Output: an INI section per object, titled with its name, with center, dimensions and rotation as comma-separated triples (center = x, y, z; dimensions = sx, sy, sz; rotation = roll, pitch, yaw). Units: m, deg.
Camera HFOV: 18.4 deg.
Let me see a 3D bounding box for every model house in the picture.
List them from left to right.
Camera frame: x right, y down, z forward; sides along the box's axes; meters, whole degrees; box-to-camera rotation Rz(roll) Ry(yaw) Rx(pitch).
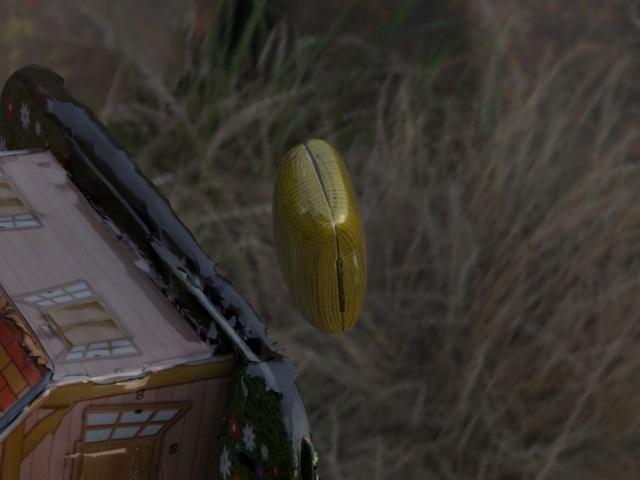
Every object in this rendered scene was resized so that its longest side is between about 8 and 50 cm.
[model house]
center = -0.137, 0.078, 0.788
dimensions = 0.154, 0.207, 0.294
rotation = -7, 33, -28

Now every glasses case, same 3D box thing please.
[glasses case]
center = 0.000, 0.000, 1.406
dimensions = 0.064, 0.234, 0.079
rotation = -18, 69, -5
